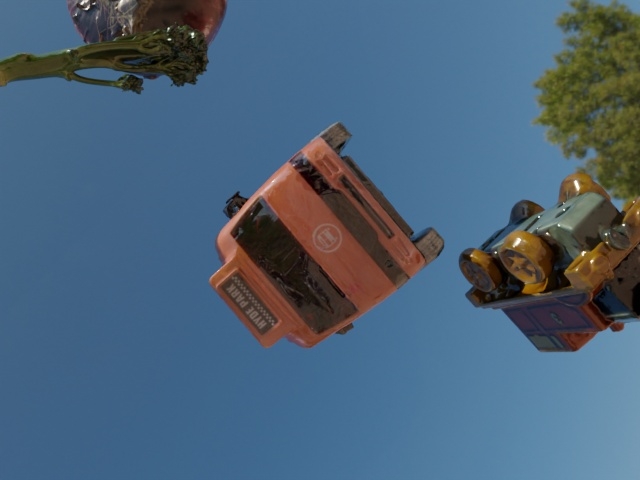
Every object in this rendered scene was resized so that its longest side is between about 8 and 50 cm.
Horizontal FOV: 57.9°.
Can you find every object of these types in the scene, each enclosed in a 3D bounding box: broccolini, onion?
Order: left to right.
[{"bbox_3d":[-0.323,-0.183,0.684,0.392,0.079,0.074,-19,-93,-12],"label":"broccolini"},{"bbox_3d":[-0.294,-0.440,0.998,0.232,0.314,0.313,-33,-59,-67],"label":"onion"}]

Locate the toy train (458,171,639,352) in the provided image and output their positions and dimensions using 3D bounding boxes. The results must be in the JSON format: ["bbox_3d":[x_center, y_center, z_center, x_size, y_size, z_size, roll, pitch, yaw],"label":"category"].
[{"bbox_3d":[0.356,0.053,0.874,0.163,0.369,0.231,-42,-91,-15],"label":"toy train"}]

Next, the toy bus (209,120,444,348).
[{"bbox_3d":[0.000,0.000,0.810,0.233,0.427,0.203,-41,-90,2],"label":"toy bus"}]
